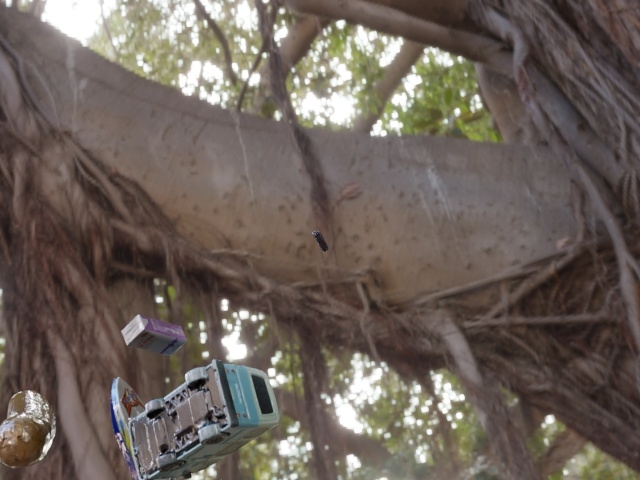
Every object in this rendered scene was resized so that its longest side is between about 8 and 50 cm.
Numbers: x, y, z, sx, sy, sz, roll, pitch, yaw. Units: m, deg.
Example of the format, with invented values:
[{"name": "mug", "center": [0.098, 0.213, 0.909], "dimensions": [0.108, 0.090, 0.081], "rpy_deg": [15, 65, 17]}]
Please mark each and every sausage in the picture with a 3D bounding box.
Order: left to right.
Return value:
[{"name": "sausage", "center": [-0.722, 0.462, 2.176], "dimensions": [0.136, 0.501, 0.123], "rpy_deg": [39, -99, -12]}]

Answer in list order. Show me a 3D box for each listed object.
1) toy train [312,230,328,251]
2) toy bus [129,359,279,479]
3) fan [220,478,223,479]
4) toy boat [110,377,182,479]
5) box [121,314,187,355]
[{"name": "toy train", "center": [0.000, 0.000, 1.906], "dimensions": [0.017, 0.017, 0.083], "rpy_deg": [-31, -28, -1]}, {"name": "toy bus", "center": [-0.209, 0.333, 1.599], "dimensions": [0.164, 0.133, 0.271], "rpy_deg": [13, -40, -46]}, {"name": "fan", "center": [-0.212, 0.533, 1.842], "dimensions": [0.056, 0.004, 0.083], "rpy_deg": [-5, -65, -42]}, {"name": "toy boat", "center": [-0.419, 0.453, 2.059], "dimensions": [0.088, 0.295, 0.129], "rpy_deg": [-31, -14, 14]}, {"name": "box", "center": [-0.295, 0.170, 1.576], "dimensions": [0.050, 0.036, 0.117], "rpy_deg": [-42, -34, 14]}]
